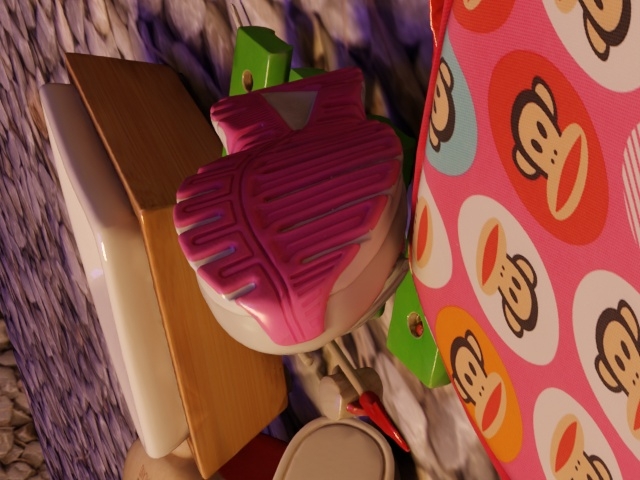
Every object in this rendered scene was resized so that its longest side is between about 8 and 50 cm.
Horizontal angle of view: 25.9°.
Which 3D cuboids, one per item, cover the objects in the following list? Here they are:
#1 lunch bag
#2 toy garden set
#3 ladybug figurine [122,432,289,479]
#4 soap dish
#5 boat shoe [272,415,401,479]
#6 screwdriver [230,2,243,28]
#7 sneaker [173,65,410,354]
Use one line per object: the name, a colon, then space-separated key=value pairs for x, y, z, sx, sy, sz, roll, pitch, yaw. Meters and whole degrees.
lunch bag: x=0.114 y=-0.010 z=0.465 sx=0.258 sy=0.120 sz=0.293 roll=58 pitch=159 yaw=29
toy garden set: x=0.017 y=0.011 z=0.819 sx=0.244 sy=0.049 sz=0.203 roll=44 pitch=134 yaw=46
ladybug figurine: x=-0.043 y=0.328 z=1.163 sx=0.305 sy=0.162 sz=0.449 roll=42 pitch=147 yaw=51
soap dish: x=-0.120 y=0.004 z=1.055 sx=0.291 sy=0.118 sz=0.229 roll=-125 pitch=23 yaw=-56
boat shoe: x=-0.035 y=0.278 z=0.932 sx=0.112 sy=0.335 sz=0.095 roll=22 pitch=159 yaw=17
screwdriver: x=-0.033 y=-0.079 z=0.924 sx=0.170 sy=0.025 sz=0.024 roll=64 pitch=160 yaw=5
sneaker: x=0.000 y=0.000 z=0.655 sx=0.252 sy=0.103 sz=0.111 roll=-82 pitch=-22 yaw=-69
